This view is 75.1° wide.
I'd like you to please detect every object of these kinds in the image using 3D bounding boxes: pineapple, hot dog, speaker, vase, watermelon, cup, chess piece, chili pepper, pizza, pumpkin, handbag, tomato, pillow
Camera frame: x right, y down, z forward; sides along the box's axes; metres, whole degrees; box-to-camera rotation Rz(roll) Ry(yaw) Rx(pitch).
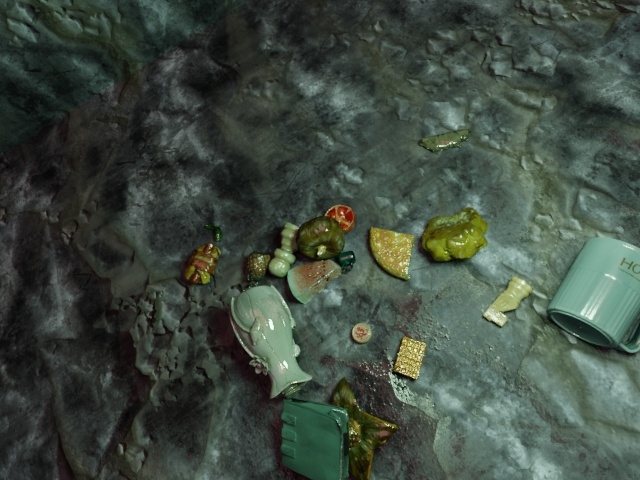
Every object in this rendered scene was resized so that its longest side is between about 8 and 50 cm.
[{"bbox_3d":[-0.293,0.150,1.895,0.108,0.108,0.198,12,84,18],"label":"pineapple"},{"bbox_3d":[-0.557,0.106,1.965,0.146,0.103,0.213,7,69,17],"label":"hot dog"},{"bbox_3d":[0.116,0.089,1.824,0.075,0.060,0.094,-16,33,8],"label":"speaker"},{"bbox_3d":[-0.199,0.412,1.691,0.250,0.250,0.445,-28,68,1],"label":"vase"},{"bbox_3d":[-0.020,0.159,1.835,0.241,0.094,0.154,-26,55,0],"label":"watermelon"},{"bbox_3d":[1.018,0.208,1.499,0.311,0.331,0.257,-52,33,-9],"label":"cup"},{"bbox_3d":[0.170,0.382,1.714,0.083,0.038,0.084,-5,68,13],"label":"chess piece"},{"bbox_3d":[-0.520,-0.047,2.057,0.055,0.035,0.118,-33,67,-20],"label":"chili pepper"},{"bbox_3d":[0.325,0.037,1.810,0.197,0.058,0.292,-35,66,-4],"label":"pizza"},{"bbox_3d":[0.000,0.000,1.777,0.219,0.219,0.162,-11,49,9],"label":"pumpkin"},{"bbox_3d":[-0.152,0.052,1.884,0.133,0.133,0.243,21,80,20],"label":"chess piece"},{"bbox_3d":[0.729,0.241,1.625,0.090,0.090,0.200,40,93,24],"label":"chess piece"},{"bbox_3d":[-0.016,0.727,1.529,0.274,0.100,0.269,0,92,33],"label":"handbag"},{"bbox_3d":[0.120,0.709,1.560,0.290,0.095,0.258,31,90,32],"label":"pumpkin"},{"bbox_3d":[0.092,-0.087,1.908,0.155,0.069,0.155,-9,57,15],"label":"tomato"},{"bbox_3d":[0.591,-0.464,1.956,0.241,0.051,0.093,-9,61,8],"label":"pillow"}]

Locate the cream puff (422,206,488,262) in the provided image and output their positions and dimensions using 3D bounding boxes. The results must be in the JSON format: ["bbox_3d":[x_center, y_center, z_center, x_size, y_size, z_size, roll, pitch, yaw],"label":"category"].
[{"bbox_3d":[0.562,-0.007,1.720,0.282,0.185,0.282,-27,24,13],"label":"cream puff"}]

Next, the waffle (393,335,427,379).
[{"bbox_3d":[0.354,0.459,1.635,0.102,0.042,0.148,16,72,17],"label":"waffle"}]
